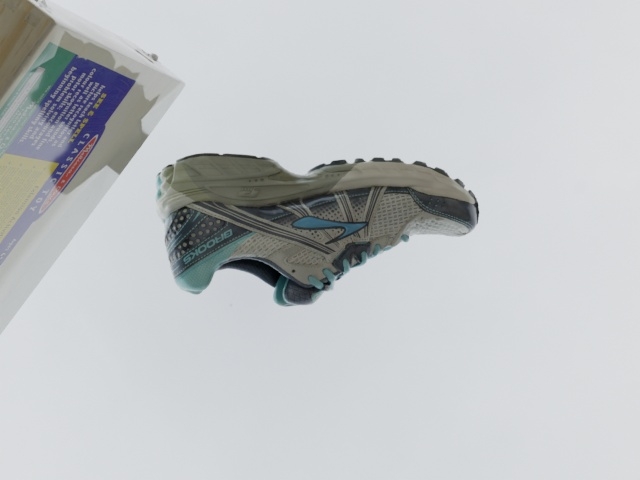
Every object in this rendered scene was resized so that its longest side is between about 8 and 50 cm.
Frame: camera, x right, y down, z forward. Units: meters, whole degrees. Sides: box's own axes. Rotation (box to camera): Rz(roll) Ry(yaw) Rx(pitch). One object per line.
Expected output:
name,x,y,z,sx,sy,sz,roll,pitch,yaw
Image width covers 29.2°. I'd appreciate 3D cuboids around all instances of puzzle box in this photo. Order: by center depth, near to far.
puzzle box,-0.255,0.031,0.782,0.052,0.272,0.409,38,-85,7

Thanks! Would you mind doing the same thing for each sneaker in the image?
sneaker,0.000,0.000,1.058,0.283,0.110,0.122,0,-104,-12
